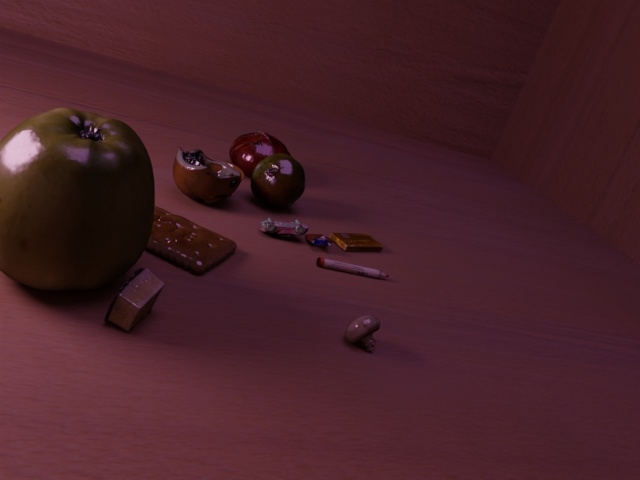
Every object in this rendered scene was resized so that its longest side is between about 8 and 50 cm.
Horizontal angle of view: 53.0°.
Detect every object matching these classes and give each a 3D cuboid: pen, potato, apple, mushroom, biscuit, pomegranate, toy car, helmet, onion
[{"bbox_3d":[0.093,0.080,1.793,0.218,0.026,0.026,13,22,-19],"label":"pen"},{"bbox_3d":[-0.358,0.116,1.236,0.061,0.086,0.122,30,23,-2],"label":"potato"},{"bbox_3d":[-0.499,-0.080,1.270,0.357,0.357,0.357,17,21,-7],"label":"apple"},{"bbox_3d":[0.101,0.209,1.437,0.085,0.085,0.079,-12,66,-54],"label":"mushroom"},{"bbox_3d":[-0.386,-0.022,1.601,0.325,0.044,0.217,24,23,11],"label":"biscuit"},{"bbox_3d":[-0.128,-0.184,2.078,0.180,0.180,0.210,28,-5,20],"label":"pomegranate"},{"bbox_3d":[-0.105,-0.033,1.856,0.142,0.055,0.069,3,16,-13],"label":"toy car"},{"bbox_3d":[-0.343,-0.182,1.908,0.198,0.130,0.224,37,17,29],"label":"helmet"},{"bbox_3d":[-0.207,-0.306,2.311,0.248,0.161,0.248,36,21,-17],"label":"onion"}]

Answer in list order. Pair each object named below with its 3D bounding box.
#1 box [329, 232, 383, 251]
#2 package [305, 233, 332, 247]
[{"bbox_3d":[0.112,0.005,1.993,0.156,0.022,0.089,0,27,-41],"label":"box"},{"bbox_3d":[-0.001,0.001,1.895,0.077,0.033,0.110,-10,14,-10],"label":"package"}]
